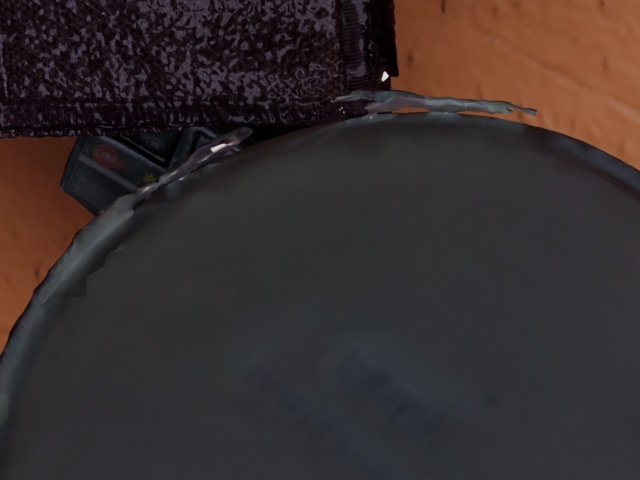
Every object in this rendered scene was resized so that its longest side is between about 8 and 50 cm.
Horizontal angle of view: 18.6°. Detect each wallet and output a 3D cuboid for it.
[{"bbox_3d":[-0.058,-0.086,0.574,0.166,0.030,0.111,-1,93,23],"label":"wallet"}]

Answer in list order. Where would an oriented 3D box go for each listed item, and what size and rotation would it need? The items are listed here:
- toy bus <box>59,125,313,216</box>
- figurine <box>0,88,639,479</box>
[{"bbox_3d":[0.000,0.000,0.617,0.166,0.047,0.065,30,123,6],"label":"toy bus"},{"bbox_3d":[0.024,0.179,0.561,0.276,0.248,0.388,42,160,33],"label":"figurine"}]
